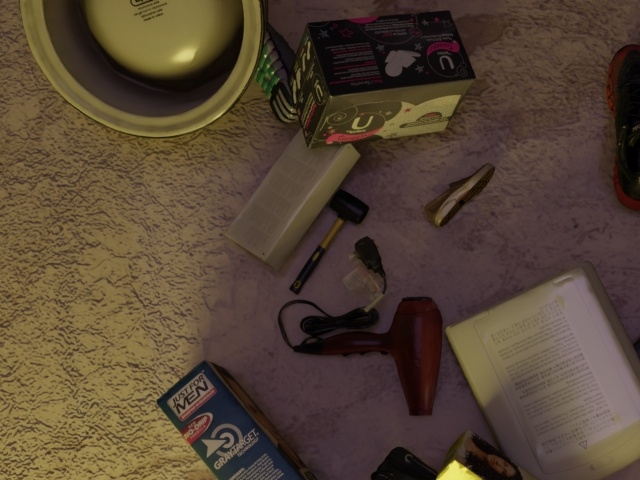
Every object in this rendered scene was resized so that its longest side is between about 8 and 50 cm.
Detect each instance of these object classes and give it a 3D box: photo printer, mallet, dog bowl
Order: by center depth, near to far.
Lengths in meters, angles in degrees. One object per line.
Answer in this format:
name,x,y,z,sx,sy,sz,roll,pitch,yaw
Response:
photo printer,0.368,0.221,1.761,0.256,0.107,0.308,-28,78,14
dog bowl,-0.267,-0.380,1.848,0.407,0.150,0.408,6,115,12
mallet,0.000,0.000,1.894,0.062,0.039,0.190,41,90,12

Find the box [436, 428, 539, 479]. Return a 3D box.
box,0.288,0.385,1.694,0.232,0.087,0.058,36,124,1

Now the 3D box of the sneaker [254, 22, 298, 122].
sneaker,-0.061,-0.297,1.946,0.098,0.083,0.224,-10,65,-32

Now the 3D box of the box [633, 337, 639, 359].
box,0.615,0.193,1.787,0.220,0.051,0.175,44,86,11

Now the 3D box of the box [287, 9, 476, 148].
box,0.093,-0.253,1.818,0.247,0.163,0.142,-8,65,-18

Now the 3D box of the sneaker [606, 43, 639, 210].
sneaker,0.515,-0.192,1.826,0.097,0.135,0.276,-2,78,7

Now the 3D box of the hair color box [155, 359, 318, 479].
hair color box,-0.093,0.351,1.766,0.105,0.174,0.347,-41,79,-3

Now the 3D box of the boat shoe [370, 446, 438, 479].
boat shoe,0.235,0.423,1.753,0.340,0.127,0.113,23,58,9

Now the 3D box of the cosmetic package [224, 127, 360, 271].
cosmetic package,-0.045,-0.075,1.885,0.099,0.060,0.239,33,84,33

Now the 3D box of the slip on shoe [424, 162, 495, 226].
slip on shoe,0.229,-0.082,1.880,0.135,0.051,0.041,-46,67,3

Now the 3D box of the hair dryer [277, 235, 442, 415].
hair dryer,0.093,0.162,1.848,0.223,0.080,0.293,-45,73,13
